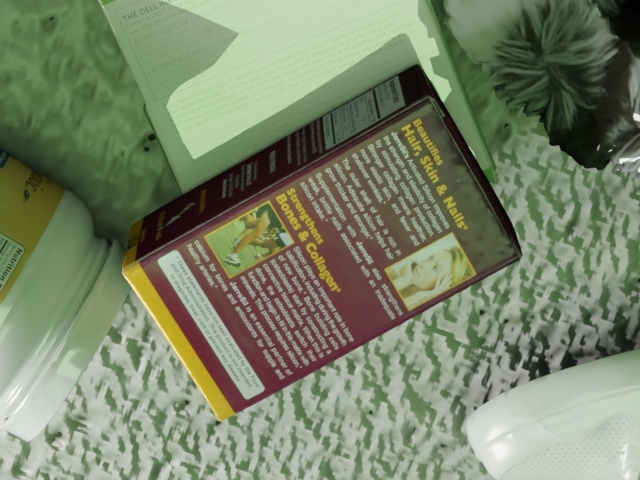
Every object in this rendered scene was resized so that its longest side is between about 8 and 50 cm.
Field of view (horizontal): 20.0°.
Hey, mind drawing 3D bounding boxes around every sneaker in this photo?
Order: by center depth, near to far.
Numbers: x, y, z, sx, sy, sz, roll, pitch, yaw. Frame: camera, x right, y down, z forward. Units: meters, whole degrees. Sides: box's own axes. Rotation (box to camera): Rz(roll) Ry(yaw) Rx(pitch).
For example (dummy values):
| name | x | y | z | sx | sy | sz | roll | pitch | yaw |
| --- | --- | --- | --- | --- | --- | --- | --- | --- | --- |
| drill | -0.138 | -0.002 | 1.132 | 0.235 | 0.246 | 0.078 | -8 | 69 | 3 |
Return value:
| name | x | y | z | sx | sy | sz | roll | pitch | yaw |
| --- | --- | --- | --- | --- | --- | --- | --- | --- | --- |
| sneaker | 0.239 | 0.147 | 1.041 | 0.292 | 0.108 | 0.169 | -9 | 69 | 1 |

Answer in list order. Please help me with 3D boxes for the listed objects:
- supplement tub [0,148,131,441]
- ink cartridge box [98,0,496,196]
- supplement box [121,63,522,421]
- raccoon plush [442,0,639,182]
| name | x | y | z | sx | sy | sz | roll | pitch | yaw |
| --- | --- | --- | --- | --- | --- | --- | --- | --- | --- |
| supplement tub | -0.215 | 0.009 | 1.000 | 0.200 | 0.144 | 0.144 | 32 | 105 | -11 |
| ink cartridge box | -0.021 | -0.110 | 1.012 | 0.171 | 0.056 | 0.235 | -21 | 107 | 5 |
| supplement box | 0.000 | 0.000 | 0.981 | 0.188 | 0.081 | 0.104 | -29 | 108 | 8 |
| raccoon plush | 0.330 | -0.093 | 1.003 | 0.446 | 0.299 | 0.216 | 41 | 122 | 19 |
